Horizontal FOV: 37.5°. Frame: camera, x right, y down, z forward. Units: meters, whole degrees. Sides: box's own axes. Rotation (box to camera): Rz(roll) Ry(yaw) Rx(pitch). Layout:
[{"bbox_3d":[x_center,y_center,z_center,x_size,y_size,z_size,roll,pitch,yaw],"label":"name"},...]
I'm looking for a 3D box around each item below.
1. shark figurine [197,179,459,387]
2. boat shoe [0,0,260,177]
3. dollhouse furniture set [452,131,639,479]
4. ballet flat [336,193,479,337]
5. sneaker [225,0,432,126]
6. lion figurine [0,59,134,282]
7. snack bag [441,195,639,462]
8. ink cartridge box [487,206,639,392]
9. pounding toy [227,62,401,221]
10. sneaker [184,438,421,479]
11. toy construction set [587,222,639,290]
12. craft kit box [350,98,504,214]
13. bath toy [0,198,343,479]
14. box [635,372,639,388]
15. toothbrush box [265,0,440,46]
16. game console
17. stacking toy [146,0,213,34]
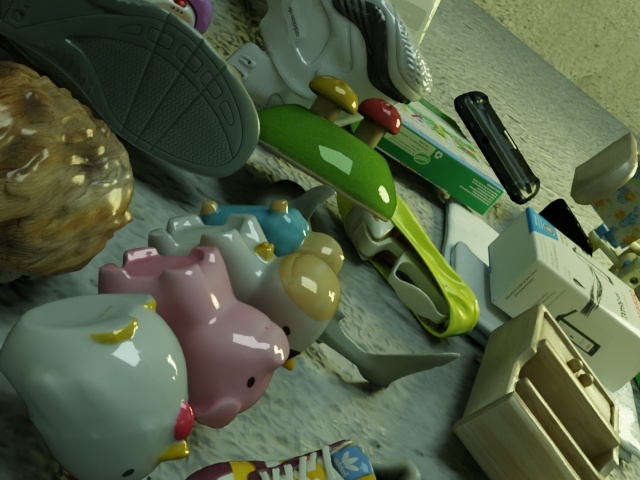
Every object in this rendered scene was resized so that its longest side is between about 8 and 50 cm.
[{"bbox_3d":[-0.001,0.014,0.868,0.166,0.116,0.278,12,37,-46],"label":"shark figurine"},{"bbox_3d":[-0.196,-0.172,0.873,0.320,0.118,0.103,32,-2,-6],"label":"boat shoe"},{"bbox_3d":[0.349,0.096,0.886,0.362,0.394,0.256,53,25,-4],"label":"dollhouse furniture set"},{"bbox_3d":[0.085,0.016,1.044,0.231,0.077,0.077,50,39,11],"label":"ballet flat"},{"bbox_3d":[-0.041,-0.280,1.101,0.366,0.210,0.137,60,11,6],"label":"sneaker"},{"bbox_3d":[-0.297,-0.114,0.572,0.392,0.142,0.240,50,39,-6],"label":"lion figurine"},{"bbox_3d":[0.287,0.099,1.248,0.323,0.037,0.342,39,25,-9],"label":"snack bag"},{"bbox_3d":[0.314,0.073,1.183,0.203,0.086,0.148,36,26,-12],"label":"ink cartridge box"},{"bbox_3d":[-0.002,-0.125,0.973,0.237,0.110,0.183,33,3,9],"label":"pounding toy"},{"bbox_3d":[-0.012,0.167,0.639,0.185,0.084,0.070,14,37,-47],"label":"sneaker"},{"bbox_3d":[0.601,0.101,1.597,0.327,0.151,0.215,27,27,-9],"label":"toy construction set"},{"bbox_3d":[0.132,-0.170,1.396,0.250,0.061,0.247,30,24,-25],"label":"craft kit box"},{"bbox_3d":[-0.082,0.067,0.662,0.151,0.129,0.348,2,15,17],"label":"bath toy"},{"bbox_3d":[0.583,0.252,1.342,0.231,0.127,0.262,33,26,-17],"label":"box"},{"bbox_3d":[0.011,-0.363,1.337,0.206,0.122,0.283,20,12,-29],"label":"toothbrush box"},{"bbox_3d":[0.331,-0.084,1.512,0.361,0.044,0.213,59,26,3],"label":"game console"},{"bbox_3d":[-0.179,-0.283,1.067,0.175,0.165,0.302,28,43,-37],"label":"stacking toy"}]
